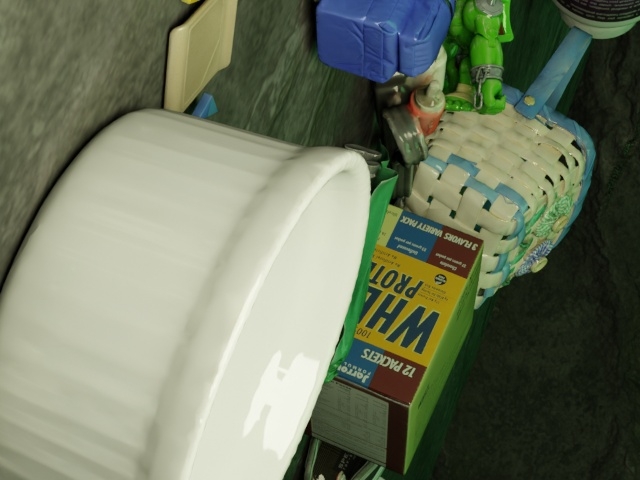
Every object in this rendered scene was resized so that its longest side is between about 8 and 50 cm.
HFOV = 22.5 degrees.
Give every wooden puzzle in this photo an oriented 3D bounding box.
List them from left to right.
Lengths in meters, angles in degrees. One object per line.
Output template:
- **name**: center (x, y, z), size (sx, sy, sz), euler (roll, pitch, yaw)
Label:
- **wooden puzzle**: center (-0.074, -0.118, 0.977), size (0.078, 0.014, 0.116), euler (-46, 154, -52)

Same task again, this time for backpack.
- **backpack**: center (0.055, -0.191, 1.230), size (0.098, 0.101, 0.120), euler (99, 11, -68)

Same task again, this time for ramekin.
- **ramekin**: center (-0.084, 0.058, 0.928), size (0.277, 0.135, 0.277), euler (20, 90, -78)

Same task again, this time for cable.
- **cable**: center (0.094, -0.101, 1.548), size (0.287, 0.072, 0.139), euler (76, 2, -63)

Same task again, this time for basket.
- **basket**: center (0.201, -0.079, 1.806), size (0.289, 0.201, 0.255), euler (-57, 170, -37)

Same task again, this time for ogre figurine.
- **ogre figurine**: center (0.142, -0.188, 1.606), size (0.197, 0.096, 0.118), euler (-47, 143, -82)

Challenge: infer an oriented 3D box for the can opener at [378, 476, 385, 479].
- **can opener**: center (0.016, 0.410, 2.091), size (0.093, 0.074, 0.280), euler (-42, -172, 46)

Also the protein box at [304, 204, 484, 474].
- **protein box**: center (0.066, 0.101, 1.673), size (0.201, 0.136, 0.200), euler (88, 26, -63)

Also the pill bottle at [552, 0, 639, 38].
- **pill bottle**: center (0.400, -0.415, 2.207), size (0.323, 0.181, 0.181), euler (86, 27, -64)

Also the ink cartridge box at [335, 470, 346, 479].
- **ink cartridge box**: center (-0.073, 0.353, 1.483), size (0.309, 0.130, 0.272), euler (84, 27, -66)

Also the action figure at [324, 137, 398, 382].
- **action figure**: center (0.021, 0.030, 1.500), size (0.137, 0.063, 0.232), euler (-73, 175, -71)

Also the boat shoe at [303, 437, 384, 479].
- **boat shoe**: center (0.079, 0.166, 1.871), size (0.119, 0.121, 0.335), euler (-15, 126, -81)
